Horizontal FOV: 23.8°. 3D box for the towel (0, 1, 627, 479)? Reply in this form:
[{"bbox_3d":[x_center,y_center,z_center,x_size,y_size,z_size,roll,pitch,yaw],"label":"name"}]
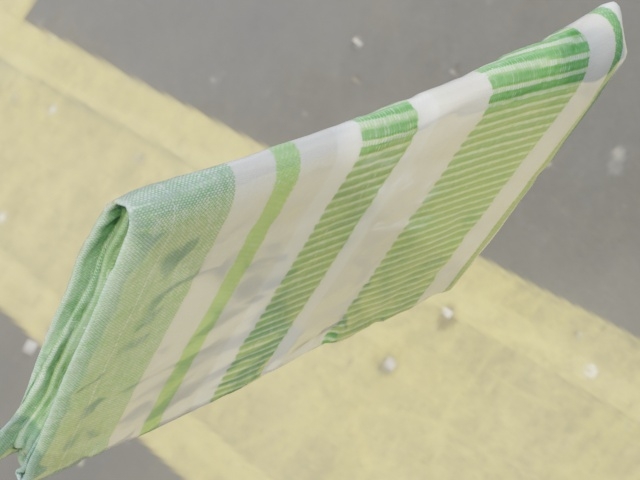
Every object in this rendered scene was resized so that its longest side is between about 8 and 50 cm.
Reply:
[{"bbox_3d":[0.000,0.000,0.763,0.038,0.325,0.248,54,142,17],"label":"towel"}]
